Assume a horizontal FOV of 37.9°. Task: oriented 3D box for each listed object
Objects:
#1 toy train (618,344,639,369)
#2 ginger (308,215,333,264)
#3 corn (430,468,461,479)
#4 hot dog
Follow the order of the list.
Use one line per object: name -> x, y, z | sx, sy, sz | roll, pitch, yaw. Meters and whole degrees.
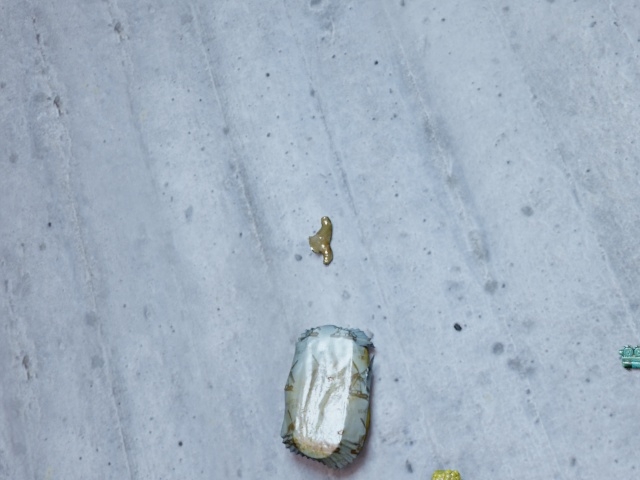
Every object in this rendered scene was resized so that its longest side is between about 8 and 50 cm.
toy train -> 0.550, 0.198, 1.568 | 0.092, 0.029, 0.045 | -1, 90, 23
ginger -> -0.001, 0.001, 1.820 | 0.048, 0.030, 0.097 | 1, 76, -9
corn -> 0.201, 0.491, 1.584 | 0.067, 0.067, 0.206 | 5, 77, 21
hot dog -> 0.015, 0.280, 1.706 | 0.162, 0.082, 0.271 | 3, 68, 11
